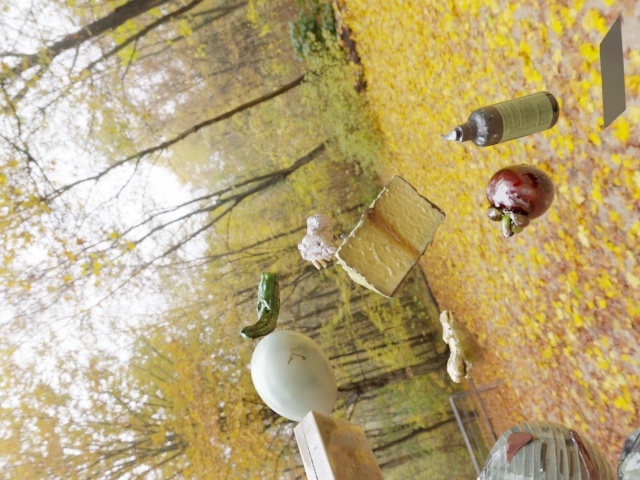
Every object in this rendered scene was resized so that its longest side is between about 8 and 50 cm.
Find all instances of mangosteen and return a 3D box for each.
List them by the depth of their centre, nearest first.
[{"bbox_3d":[0.663,-0.129,1.475,0.215,0.215,0.257,7,-81,-82],"label":"mangosteen"}]

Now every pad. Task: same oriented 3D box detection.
[{"bbox_3d":[0.815,-0.463,1.217,0.159,0.009,0.265,17,-108,-74],"label":"pad"}]

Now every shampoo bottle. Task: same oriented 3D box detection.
[{"bbox_3d":[0.447,-0.294,1.094,0.101,0.284,0.101,163,90,-80],"label":"shampoo bottle"}]

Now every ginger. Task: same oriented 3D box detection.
[{"bbox_3d":[0.414,0.299,1.260,0.081,0.115,0.205,24,-125,-59],"label":"ginger"}]

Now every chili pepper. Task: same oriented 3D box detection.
[{"bbox_3d":[-0.124,0.151,0.962,0.182,0.050,0.073,-79,-25,-45],"label":"chili pepper"}]

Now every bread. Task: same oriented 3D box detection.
[{"bbox_3d":[0.166,-0.006,1.034,0.178,0.266,0.142,36,167,8],"label":"bread"}]

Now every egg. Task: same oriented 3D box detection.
[{"bbox_3d":[-0.058,0.334,1.059,0.264,0.183,0.183,55,-168,-22],"label":"egg"}]

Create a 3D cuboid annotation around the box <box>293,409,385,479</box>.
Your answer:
[{"bbox_3d":[0.044,0.406,0.759,0.141,0.058,0.201,30,-164,-33],"label":"box"}]

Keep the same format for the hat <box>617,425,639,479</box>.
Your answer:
[{"bbox_3d":[0.425,0.280,0.498,0.265,0.266,0.128,62,-147,-49],"label":"hat"}]

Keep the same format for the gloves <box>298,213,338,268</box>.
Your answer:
[{"bbox_3d":[-0.007,-0.002,1.208,0.094,0.110,0.144,26,-135,-50],"label":"gloves"}]

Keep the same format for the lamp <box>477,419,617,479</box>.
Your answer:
[{"bbox_3d":[0.400,0.450,0.770,0.233,0.233,0.265,63,-143,-43],"label":"lamp"}]
